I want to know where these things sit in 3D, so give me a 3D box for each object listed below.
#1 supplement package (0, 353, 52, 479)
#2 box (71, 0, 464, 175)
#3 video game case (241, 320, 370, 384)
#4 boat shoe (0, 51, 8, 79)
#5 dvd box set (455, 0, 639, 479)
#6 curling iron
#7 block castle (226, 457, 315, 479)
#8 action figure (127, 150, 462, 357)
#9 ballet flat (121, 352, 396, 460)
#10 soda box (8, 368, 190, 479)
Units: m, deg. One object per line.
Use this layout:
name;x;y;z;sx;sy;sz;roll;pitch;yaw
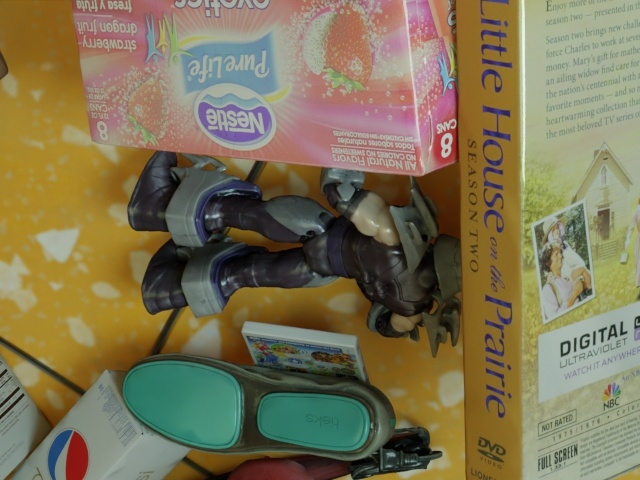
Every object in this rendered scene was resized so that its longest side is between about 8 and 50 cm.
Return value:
supplement package;-0.372;0.140;1.276;0.194;0.149;0.203;-30;98;21
box;-0.011;-0.136;1.032;0.300;0.154;0.142;8;111;40
video game case;-0.007;0.098;1.197;0.087;0.011;0.122;7;151;14
boat shoe;-0.316;-0.253;1.167;0.116;0.123;0.324;-16;107;-5
dvd box set;0.213;-0.069;0.989;0.062;0.307;0.421;17;116;49
curling iron;-0.034;0.186;1.252;0.274;0.068;0.035;-15;74;23
block castle;0.047;0.404;1.205;0.303;0.213;0.453;10;114;11
action figure;0.000;0.000;1.144;0.285;0.099;0.185;6;128;24
ballet flat;-0.045;0.128;1.191;0.213;0.068;0.072;7;92;19
soda box;-0.196;0.201;1.278;0.216;0.074;0.069;-47;58;23
